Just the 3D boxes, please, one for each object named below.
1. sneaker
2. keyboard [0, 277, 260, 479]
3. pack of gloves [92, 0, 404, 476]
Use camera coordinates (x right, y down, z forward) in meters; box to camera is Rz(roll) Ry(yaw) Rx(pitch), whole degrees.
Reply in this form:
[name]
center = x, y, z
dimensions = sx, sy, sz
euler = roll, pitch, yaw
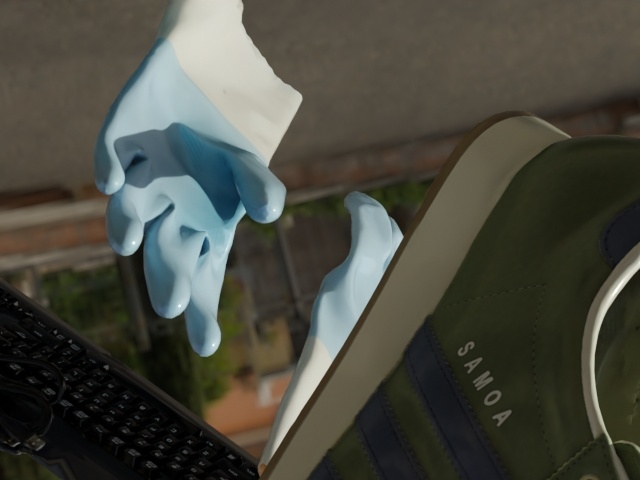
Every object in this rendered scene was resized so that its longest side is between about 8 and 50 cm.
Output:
[sneaker]
center = 0.038, 0.061, 0.363
dimensions = 0.086, 0.192, 0.064
euler = 13, 160, 42
[keyboard]
center = -0.098, 0.046, 0.632
dimensions = 0.100, 0.192, 0.038
euler = -20, 135, -56
[pack of gloves]
center = 0.000, 0.000, 0.673
dimensions = 0.046, 0.195, 0.232
euler = -28, -158, 22
